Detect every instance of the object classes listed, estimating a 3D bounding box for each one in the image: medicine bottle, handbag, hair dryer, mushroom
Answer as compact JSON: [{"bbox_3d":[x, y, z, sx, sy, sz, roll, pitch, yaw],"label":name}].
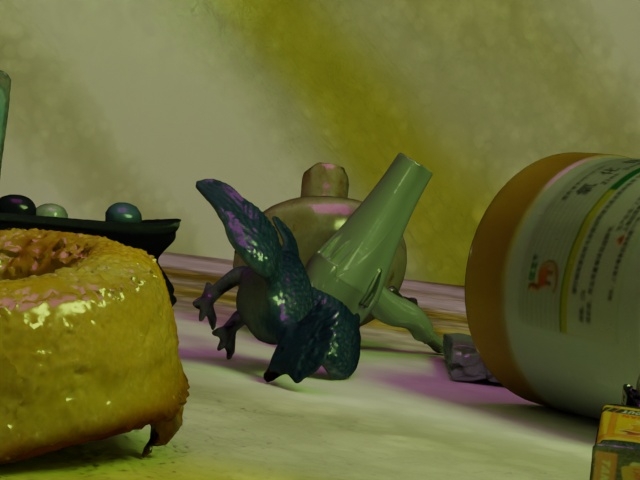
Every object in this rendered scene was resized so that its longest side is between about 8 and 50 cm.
[{"bbox_3d":[0.284,0.046,1.172,0.237,0.238,0.232,6,2,-33],"label":"medicine bottle"},{"bbox_3d":[-0.316,0.004,1.201,0.269,0.118,0.325,2,-2,40],"label":"handbag"},{"bbox_3d":[0.095,0.020,1.509,0.267,0.229,0.092,7,18,-44],"label":"hair dryer"},{"bbox_3d":[0.000,0.000,1.622,0.207,0.215,0.207,0,-34,0],"label":"mushroom"}]

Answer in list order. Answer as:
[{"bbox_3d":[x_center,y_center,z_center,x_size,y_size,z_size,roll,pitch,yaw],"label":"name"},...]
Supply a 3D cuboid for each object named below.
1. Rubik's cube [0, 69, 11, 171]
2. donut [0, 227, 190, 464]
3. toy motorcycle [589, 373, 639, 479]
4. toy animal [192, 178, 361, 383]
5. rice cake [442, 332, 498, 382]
[{"bbox_3d":[-0.277,0.008,0.558,0.207,0.205,0.205,7,1,31],"label":"Rubik's cube"},{"bbox_3d":[-0.201,0.064,0.802,0.253,0.118,0.253,-1,14,0],"label":"donut"},{"bbox_3d":[0.287,0.122,0.741,0.263,0.091,0.157,6,25,16],"label":"toy motorcycle"},{"bbox_3d":[-0.029,0.053,1.262,0.176,0.255,0.239,-19,-54,30],"label":"toy animal"},{"bbox_3d":[0.189,0.127,1.465,0.124,0.038,0.211,7,1,-2],"label":"rice cake"}]
